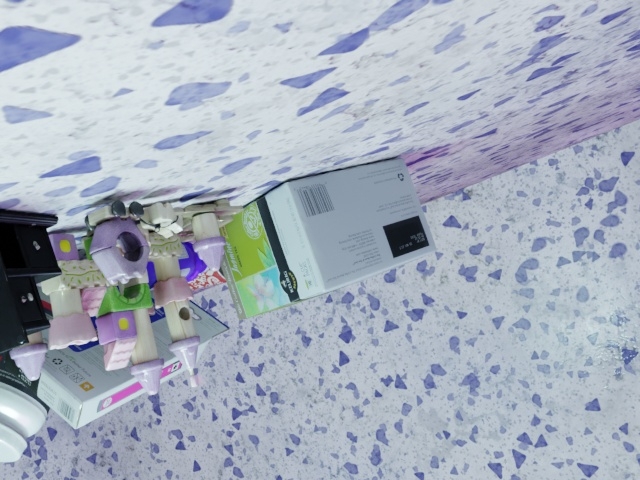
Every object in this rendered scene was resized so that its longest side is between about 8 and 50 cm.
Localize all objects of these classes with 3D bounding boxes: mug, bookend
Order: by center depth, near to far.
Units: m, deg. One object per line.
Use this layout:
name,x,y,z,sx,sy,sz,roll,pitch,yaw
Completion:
bookend,-0.361,0.050,0.800,0.072,0.157,0.156,-20,175,7
mug,-0.289,0.071,1.789,0.169,0.113,0.150,-18,176,34

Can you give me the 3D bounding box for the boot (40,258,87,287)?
boot,-0.472,0.070,1.309,0.219,0.082,0.106,-27,-166,33

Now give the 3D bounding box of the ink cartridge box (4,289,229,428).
ink cartridge box,-0.344,0.188,1.199,0.370,0.175,0.069,-24,140,-56

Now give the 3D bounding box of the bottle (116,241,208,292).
bottle,-0.330,0.052,1.429,0.118,0.092,0.282,-28,174,22

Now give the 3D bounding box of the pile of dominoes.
pile of dominoes,-0.269,-0.035,1.119,0.251,0.040,0.195,-5,167,-43

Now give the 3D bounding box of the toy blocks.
toy blocks,-0.287,0.114,1.033,0.308,0.260,0.288,-20,169,32

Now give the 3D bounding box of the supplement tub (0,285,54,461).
supplement tub,-0.555,0.229,1.192,0.191,0.272,0.191,8,142,6

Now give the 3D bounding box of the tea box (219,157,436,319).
tea box,0.000,0.000,1.417,0.328,0.220,0.323,-16,174,-40
